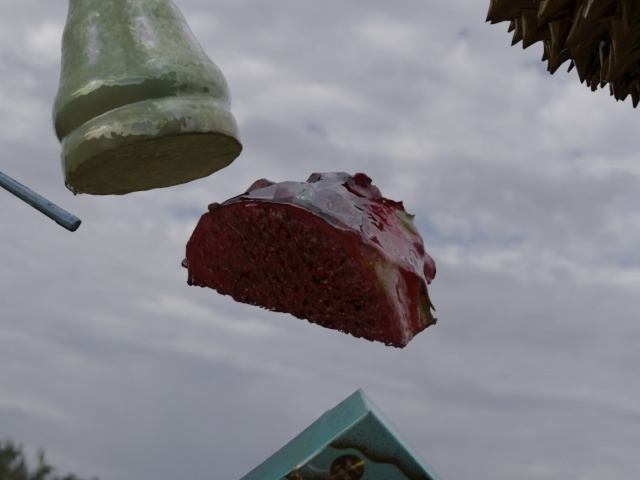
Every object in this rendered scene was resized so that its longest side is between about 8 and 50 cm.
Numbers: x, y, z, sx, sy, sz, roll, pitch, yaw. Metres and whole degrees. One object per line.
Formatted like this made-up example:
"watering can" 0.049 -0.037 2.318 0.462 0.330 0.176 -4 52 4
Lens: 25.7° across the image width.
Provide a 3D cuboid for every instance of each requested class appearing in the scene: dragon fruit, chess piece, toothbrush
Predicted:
"dragon fruit" 0.003 -0.011 1.311 0.274 0.126 0.161 15 29 33
"chess piece" -0.250 -0.293 1.725 0.234 0.442 0.234 -14 -10 -2
"toothbrush" -0.333 -0.071 1.427 0.219 0.019 0.016 32 26 14

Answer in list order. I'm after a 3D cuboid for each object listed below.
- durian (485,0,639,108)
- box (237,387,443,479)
"durian" 0.237 -0.263 0.908 0.348 0.384 0.347 -19 11 4
"box" -0.013 0.224 0.938 0.162 0.229 0.041 50 6 -23
